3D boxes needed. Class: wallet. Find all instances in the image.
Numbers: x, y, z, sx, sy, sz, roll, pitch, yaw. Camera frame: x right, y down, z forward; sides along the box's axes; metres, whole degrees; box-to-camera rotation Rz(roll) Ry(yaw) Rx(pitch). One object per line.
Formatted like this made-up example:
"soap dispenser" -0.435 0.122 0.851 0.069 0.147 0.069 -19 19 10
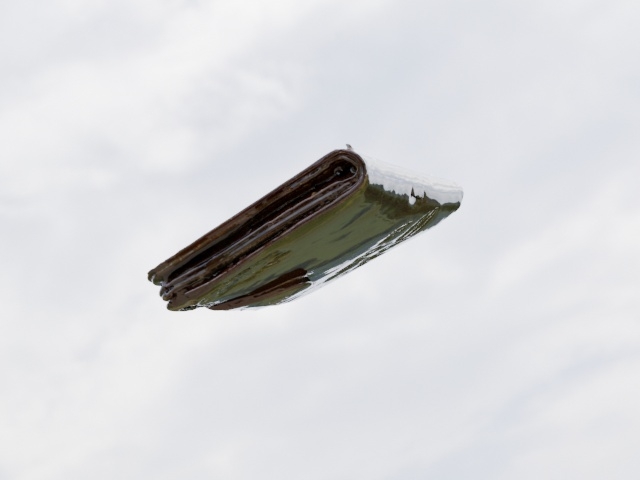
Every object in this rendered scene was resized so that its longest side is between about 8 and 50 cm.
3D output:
"wallet" 0.000 0.000 0.703 0.095 0.026 0.176 -30 -8 11
